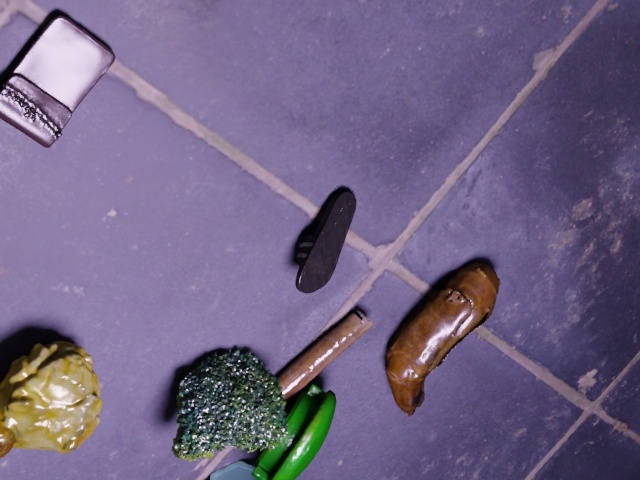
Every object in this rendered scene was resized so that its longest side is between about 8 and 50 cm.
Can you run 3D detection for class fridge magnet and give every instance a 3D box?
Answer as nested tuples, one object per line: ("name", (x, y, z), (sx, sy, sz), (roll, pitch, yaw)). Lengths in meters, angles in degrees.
("fridge magnet", (-0.043, 0.343, 1.834), (0.088, 0.208, 0.208), (34, 101, 2))

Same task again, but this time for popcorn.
("popcorn", (-0.415, 0.234, 1.534), (0.195, 0.173, 0.168), (-10, 137, -21))

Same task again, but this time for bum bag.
("bum bag", (-0.347, -0.206, 1.372), (0.159, 0.026, 0.109), (-51, 131, 6))

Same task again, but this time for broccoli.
("broccoli", (-0.162, 0.299, 1.747), (0.220, 0.194, 0.194), (-33, 136, -42))

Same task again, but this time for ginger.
("ginger", (0.212, 0.168, 1.919), (0.309, 0.107, 0.133), (-50, 155, 5))

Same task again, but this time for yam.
("yam", (-0.020, 0.217, 1.841), (0.264, 0.046, 0.046), (-40, 132, -3))

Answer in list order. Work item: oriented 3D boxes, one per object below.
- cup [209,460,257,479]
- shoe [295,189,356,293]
("cup", (-0.133, 0.525, 1.915), (0.134, 0.148, 0.235), (-25, 125, -20))
("shoe", (0.000, 0.000, 1.715), (0.071, 0.049, 0.179), (28, 83, -46))
